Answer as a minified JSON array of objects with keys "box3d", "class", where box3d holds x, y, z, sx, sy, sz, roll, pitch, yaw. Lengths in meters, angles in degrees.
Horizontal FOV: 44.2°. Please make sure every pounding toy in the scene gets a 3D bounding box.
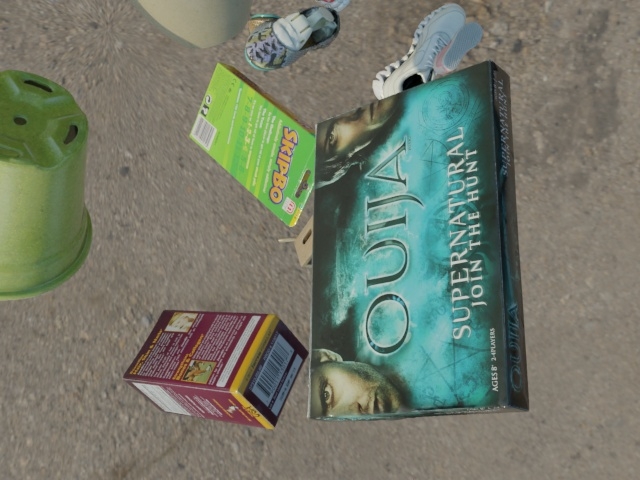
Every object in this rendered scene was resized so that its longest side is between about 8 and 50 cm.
[{"box3d":[0.000,0.000,1.763,0.130,0.100,0.141,6,139,-31],"class":"pounding toy"}]

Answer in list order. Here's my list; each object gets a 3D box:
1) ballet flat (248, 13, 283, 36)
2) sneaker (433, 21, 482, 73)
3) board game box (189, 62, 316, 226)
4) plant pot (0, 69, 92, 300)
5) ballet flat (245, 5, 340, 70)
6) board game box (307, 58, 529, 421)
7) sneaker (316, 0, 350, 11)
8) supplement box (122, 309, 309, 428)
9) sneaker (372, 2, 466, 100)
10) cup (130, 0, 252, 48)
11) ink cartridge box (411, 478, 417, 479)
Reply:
[{"box3d":[-0.091,-0.348,1.357,0.073,0.206,0.067,8,101,-3],"class":"ballet flat"},{"box3d":[0.286,-0.406,1.676,0.051,0.070,0.134,41,74,-12],"class":"sneaker"},{"box3d":[-0.084,-0.136,1.100,0.039,0.259,0.124,1,123,-46],"class":"board game box"},{"box3d":[-0.449,-0.096,1.141,0.276,0.276,0.254,14,139,-18],"class":"plant pot"},{"box3d":[-0.018,-0.167,0.626,0.041,0.114,0.041,14,120,26],"class":"ballet flat"},{"box3d":[0.049,0.004,0.440,0.026,0.126,0.186,23,62,-46],"class":"board game box"},{"box3d":[-0.014,-0.527,1.451,0.145,0.270,0.090,22,131,-35],"class":"sneaker"},{"box3d":[-0.123,0.146,0.918,0.081,0.188,0.104,54,49,-36],"class":"supplement box"},{"box3d":[0.258,-0.438,1.904,0.110,0.118,0.292,35,98,-32],"class":"sneaker"},{"box3d":[-0.276,-0.566,1.730,0.331,0.331,0.237,-25,132,-7],"class":"cup"},{"box3d":[0.183,0.544,1.398,0.148,0.086,0.203,31,88,-37],"class":"ink cartridge box"}]
